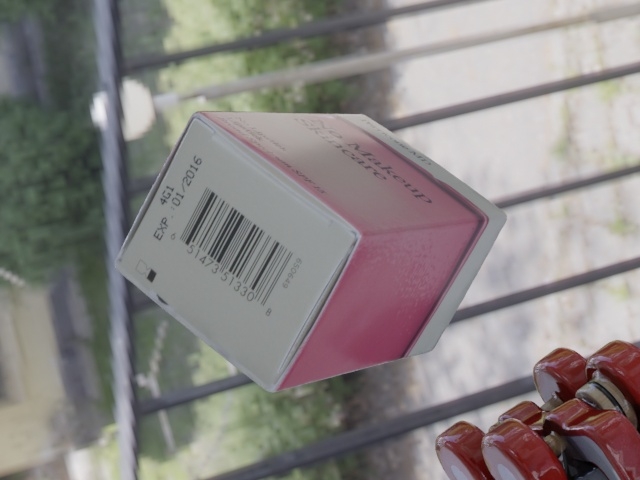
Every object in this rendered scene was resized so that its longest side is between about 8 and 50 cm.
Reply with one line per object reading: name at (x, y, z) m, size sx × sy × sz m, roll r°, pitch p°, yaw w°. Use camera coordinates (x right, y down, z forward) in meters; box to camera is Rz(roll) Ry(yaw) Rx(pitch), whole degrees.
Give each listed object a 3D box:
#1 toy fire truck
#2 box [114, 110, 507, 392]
toy fire truck at (0.266, 0.247, 1.647) m, size 0.254 × 0.169 × 0.302 m, roll 56°, pitch 164°, yaw -4°
box at (0.000, 0.000, 1.167) m, size 0.148 × 0.232 × 0.127 m, roll 36°, pitch 110°, yaw 22°
